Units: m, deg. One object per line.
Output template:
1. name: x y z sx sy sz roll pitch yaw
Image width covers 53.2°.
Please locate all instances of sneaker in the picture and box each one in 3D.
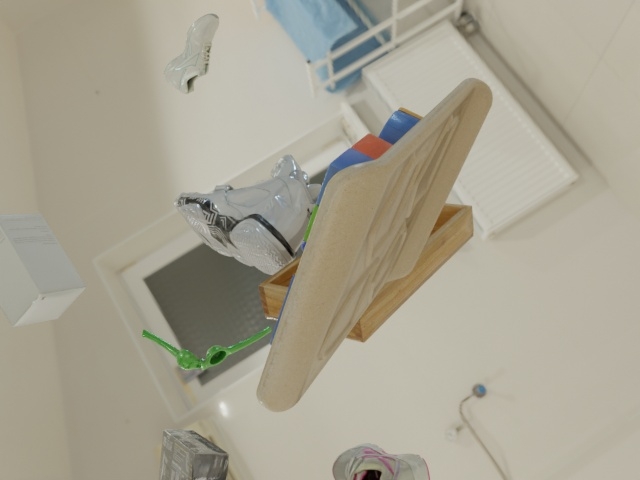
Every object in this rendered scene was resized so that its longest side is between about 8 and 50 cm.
1. sneaker: 0.096 0.468 1.278 0.252 0.111 0.102 -21 73 51
2. sneaker: -0.135 -0.070 1.308 0.366 0.210 0.137 22 152 44
3. sneaker: -0.214 -0.325 1.123 0.061 0.152 0.054 45 -155 15

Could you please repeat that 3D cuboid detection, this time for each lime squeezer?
1. lime squeezer: -0.273 0.260 1.518 0.110 0.311 0.058 -93 1 -60

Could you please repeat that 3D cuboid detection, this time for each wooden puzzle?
1. wooden puzzle: 0.053 -0.012 0.727 0.081 0.348 0.322 31 127 17

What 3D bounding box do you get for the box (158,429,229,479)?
1. box: -0.287 0.556 1.385 0.307 0.077 0.242 164 111 -64

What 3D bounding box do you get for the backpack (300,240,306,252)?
1. backpack: 0.000 0.000 1.524 0.120 0.101 0.098 59 170 -4

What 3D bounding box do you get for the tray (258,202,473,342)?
1. tray: 0.100 0.035 1.164 0.203 0.411 0.076 9 120 36

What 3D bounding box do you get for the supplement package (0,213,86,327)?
1. supplement package: -0.537 0.051 1.168 0.179 0.105 0.105 53 -158 14
